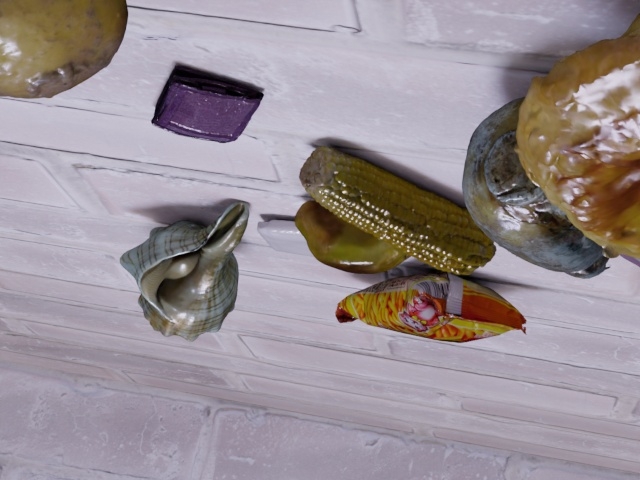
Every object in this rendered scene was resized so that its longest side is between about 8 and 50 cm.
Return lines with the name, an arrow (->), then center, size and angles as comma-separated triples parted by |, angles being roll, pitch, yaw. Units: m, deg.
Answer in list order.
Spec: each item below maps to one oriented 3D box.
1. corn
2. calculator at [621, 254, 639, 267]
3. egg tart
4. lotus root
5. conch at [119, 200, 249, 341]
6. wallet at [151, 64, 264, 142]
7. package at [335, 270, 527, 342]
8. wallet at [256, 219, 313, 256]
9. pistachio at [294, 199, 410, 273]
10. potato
corn -> 0.108, -0.035, 1.701 | 0.320, 0.097, 0.097 | 25, 159, -33
calculator -> 0.432, 0.020, 1.583 | 0.194, 0.043, 0.294 | 39, 179, 16
egg tart -> 0.381, -0.104, 1.093 | 0.443, 0.178, 0.443 | 8, 160, 3
lotus root -> 0.252, -0.054, 1.404 | 0.175, 0.175, 0.349 | 5, 166, 22
conch -> -0.217, 0.036, 2.079 | 0.203, 0.169, 0.386 | -5, 137, -27
wallet -> -0.139, -0.157, 1.562 | 0.111, 0.030, 0.166 | 16, 163, -11
package -> 0.184, 0.109, 2.105 | 0.223, 0.108, 0.288 | 14, 172, -26
wallet -> 0.000, 0.000, 1.990 | 0.183, 0.032, 0.124 | 5, 162, 16
pistachio -> 0.053, 0.001, 1.830 | 0.189, 0.100, 0.110 | 7, 164, 13
potato -> -0.309, -0.220, 1.187 | 0.266, 0.229, 0.229 | 11, 164, -11
